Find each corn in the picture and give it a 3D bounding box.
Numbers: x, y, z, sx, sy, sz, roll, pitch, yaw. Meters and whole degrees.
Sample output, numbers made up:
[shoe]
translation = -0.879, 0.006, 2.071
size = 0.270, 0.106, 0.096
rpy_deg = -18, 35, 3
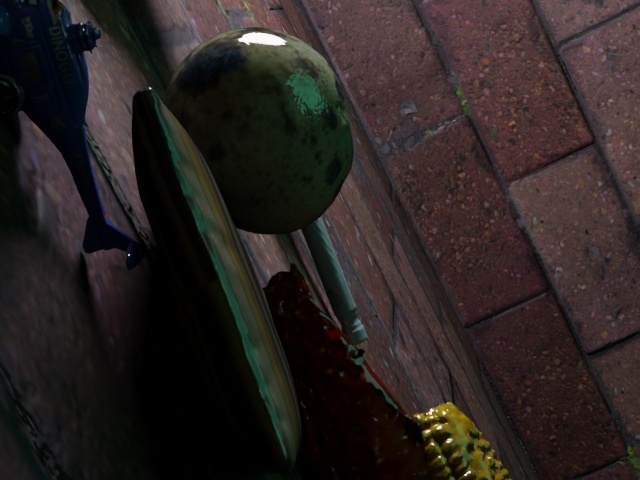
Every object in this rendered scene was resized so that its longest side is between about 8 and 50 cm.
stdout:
[corn]
translation = 0.179, 0.330, 1.035
size = 0.363, 0.120, 0.120
rpy_deg = 64, 9, 3

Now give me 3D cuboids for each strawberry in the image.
[strawberry]
translation = 0.003, 0.113, 0.786
size = 0.188, 0.082, 0.121
rpy_deg = 54, -9, -7

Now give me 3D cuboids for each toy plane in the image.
[toy plane]
translation = -0.130, -0.063, 0.539
size = 0.054, 0.062, 0.167
rpy_deg = -79, 153, -75

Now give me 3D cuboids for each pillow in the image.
[pillow]
translation = -0.059, 0.037, 0.615
size = 0.212, 0.052, 0.208
rpy_deg = 105, -35, -78

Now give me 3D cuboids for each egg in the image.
[egg]
translation = -0.043, -0.076, 0.799
size = 0.182, 0.141, 0.141
rpy_deg = 67, 4, -51

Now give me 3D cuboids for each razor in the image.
[razor]
translation = 0.000, 0.000, 1.110
size = 0.106, 0.068, 0.232
rpy_deg = -62, 131, -78
